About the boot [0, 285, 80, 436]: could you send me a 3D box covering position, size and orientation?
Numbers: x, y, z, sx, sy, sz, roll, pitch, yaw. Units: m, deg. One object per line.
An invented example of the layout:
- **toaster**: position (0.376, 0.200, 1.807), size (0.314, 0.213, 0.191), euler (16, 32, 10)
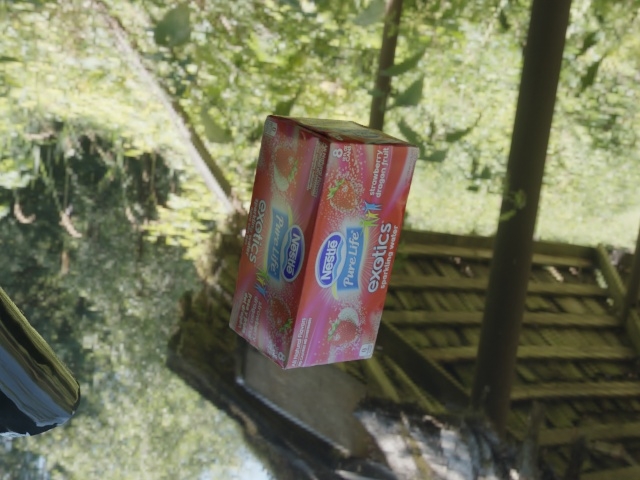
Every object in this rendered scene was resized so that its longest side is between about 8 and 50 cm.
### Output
- **boot**: position (-0.327, 0.028, 0.710), size (0.367, 0.445, 0.146), euler (20, -130, 35)

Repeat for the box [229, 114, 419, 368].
- **box**: position (0.000, 0.000, 0.931), size (0.128, 0.256, 0.123), euler (-1, -159, -38)
